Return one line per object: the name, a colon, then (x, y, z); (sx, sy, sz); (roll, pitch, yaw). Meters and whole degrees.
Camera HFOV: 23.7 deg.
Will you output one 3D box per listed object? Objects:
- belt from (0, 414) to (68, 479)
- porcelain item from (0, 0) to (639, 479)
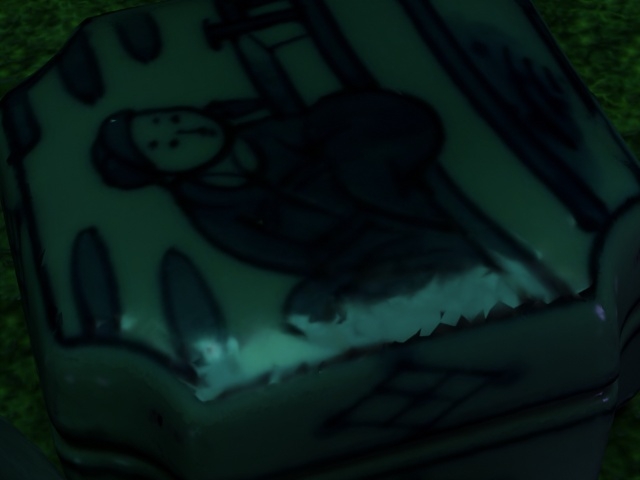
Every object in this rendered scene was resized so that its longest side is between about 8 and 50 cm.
belt: (-0.195, 0.156, 0.500); (0.260, 0.122, 0.325); (-46, 16, -8)
porcelain item: (0.000, 0.000, 0.717); (0.286, 0.157, 0.281); (-13, 44, -8)
